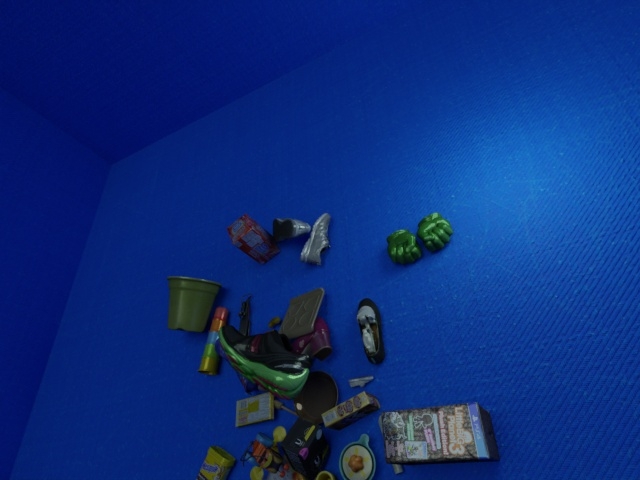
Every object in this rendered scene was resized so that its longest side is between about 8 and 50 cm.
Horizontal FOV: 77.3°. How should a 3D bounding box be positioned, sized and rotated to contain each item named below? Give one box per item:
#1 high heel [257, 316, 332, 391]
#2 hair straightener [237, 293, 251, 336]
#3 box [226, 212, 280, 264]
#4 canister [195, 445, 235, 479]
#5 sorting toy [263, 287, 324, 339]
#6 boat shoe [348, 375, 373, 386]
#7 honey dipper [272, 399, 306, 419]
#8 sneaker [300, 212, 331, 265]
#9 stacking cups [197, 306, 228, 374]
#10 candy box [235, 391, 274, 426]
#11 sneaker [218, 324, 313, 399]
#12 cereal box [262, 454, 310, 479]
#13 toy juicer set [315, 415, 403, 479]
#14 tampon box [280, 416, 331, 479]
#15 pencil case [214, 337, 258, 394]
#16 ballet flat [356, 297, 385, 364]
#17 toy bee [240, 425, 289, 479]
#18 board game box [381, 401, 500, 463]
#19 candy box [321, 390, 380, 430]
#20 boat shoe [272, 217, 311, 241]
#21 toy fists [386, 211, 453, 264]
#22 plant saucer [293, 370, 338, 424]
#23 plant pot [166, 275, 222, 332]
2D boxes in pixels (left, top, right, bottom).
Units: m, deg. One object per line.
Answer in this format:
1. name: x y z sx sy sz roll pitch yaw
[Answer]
1. high heel: -0.113 0.483 1.682 0.377 0.127 0.181 -32 33 9
2. hair straightener: -0.359 0.354 1.912 0.047 0.089 0.230 -2 57 11
3. box: -0.330 -0.002 1.998 0.128 0.257 0.123 -36 51 8
4. canister: -0.431 0.940 1.608 0.126 0.073 0.170 13 71 37
5. sorting toy: -0.117 0.343 1.760 0.307 0.041 0.229 -26 30 34
6. boat shoe: 0.156 0.537 1.516 0.100 0.035 0.035 -18 82 18
7. honey dipper: -0.123 0.683 1.604 0.160 0.030 0.030 12 69 32
8. sneaker: 0.000 0.000 1.919 0.115 0.105 0.281 22 68 4
9. stacking cups: -0.503 0.476 1.925 0.096 0.096 0.316 -9 57 28
10. candy box: -0.274 0.703 1.662 0.206 0.027 0.105 -26 53 30
11. sneaker: -0.223 0.450 1.584 0.482 0.185 0.202 18 47 37
12. cereal box: -0.146 0.926 1.453 0.240 0.047 0.173 -48 47 -2
13. toy juicer set: 0.149 0.776 1.333 0.329 0.089 0.209 -46 49 -1
14. tampon box: -0.049 0.734 1.413 0.101 0.161 0.120 7 38 34
15. pencil case: -0.350 0.538 1.772 0.119 0.133 0.306 -28 42 -28
16. ballet flat: 0.193 0.339 1.568 0.095 0.096 0.280 -25 52 18
17. toy bee: -0.194 0.795 1.452 0.162 0.298 0.195 31 96 8
18. board game box: 0.364 0.595 1.216 0.291 0.232 0.141 -17 56 23
19. candy box: 0.110 0.616 1.442 0.186 0.109 0.053 -34 49 10
20. boat shoe: -0.158 -0.056 1.991 0.320 0.103 0.118 -5 86 63
21. toy fists: 0.404 -0.003 1.647 0.279 0.096 0.142 -27 52 14
22. plant saucer: -0.014 0.615 1.568 0.198 0.036 0.199 -16 54 23
23. plant pot: -0.655 0.331 2.020 0.276 0.276 0.254 -4 72 30
